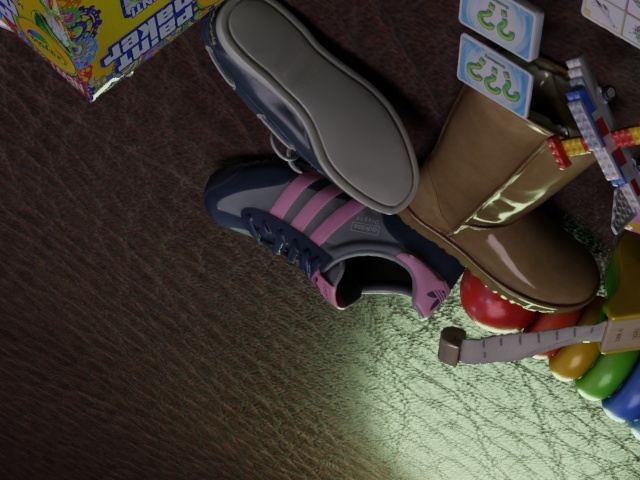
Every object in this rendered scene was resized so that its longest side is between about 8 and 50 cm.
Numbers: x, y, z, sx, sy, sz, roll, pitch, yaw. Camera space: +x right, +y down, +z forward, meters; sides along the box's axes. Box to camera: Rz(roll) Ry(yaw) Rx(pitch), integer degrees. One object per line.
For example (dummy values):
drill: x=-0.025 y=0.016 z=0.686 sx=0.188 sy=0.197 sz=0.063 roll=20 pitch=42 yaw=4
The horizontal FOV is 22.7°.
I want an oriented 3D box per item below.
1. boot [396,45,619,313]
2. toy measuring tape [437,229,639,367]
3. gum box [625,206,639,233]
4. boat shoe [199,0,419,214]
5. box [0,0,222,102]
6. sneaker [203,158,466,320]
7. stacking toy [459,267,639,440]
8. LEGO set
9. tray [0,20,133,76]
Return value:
boot: x=0.200 y=-0.043 z=1.454 sx=0.236 sy=0.089 sz=0.269 roll=27 pitch=153 yaw=-6
toy measuring tape: x=0.259 y=0.040 z=1.453 sx=0.330 sy=0.121 sz=0.121 roll=-8 pitch=154 yaw=-7
gum box: x=0.355 y=-0.033 z=1.370 sx=0.188 sy=0.062 sz=0.107 roll=19 pitch=153 yaw=10
boat shoe: x=-0.013 y=-0.121 z=1.465 sx=0.254 sy=0.095 sz=0.079 roll=41 pitch=161 yaw=-18
box: x=-0.203 y=-0.303 z=1.087 sx=0.290 sy=0.177 sz=0.279 roll=41 pitch=160 yaw=22
sneaker: x=0.000 y=0.000 z=1.648 sx=0.319 sy=0.131 sz=0.112 roll=8 pitch=150 yaw=30
stacking toy: x=0.290 y=0.116 z=1.637 sx=0.330 sy=0.141 sz=0.141 roll=29 pitch=154 yaw=-3
LEGO set: x=0.189 y=-0.125 z=1.208 sx=0.244 sy=0.060 sz=0.182 roll=36 pitch=146 yaw=28
tray: x=-0.300 y=-0.251 z=1.540 sx=0.270 sy=0.030 sz=0.145 roll=22 pitch=153 yaw=4
